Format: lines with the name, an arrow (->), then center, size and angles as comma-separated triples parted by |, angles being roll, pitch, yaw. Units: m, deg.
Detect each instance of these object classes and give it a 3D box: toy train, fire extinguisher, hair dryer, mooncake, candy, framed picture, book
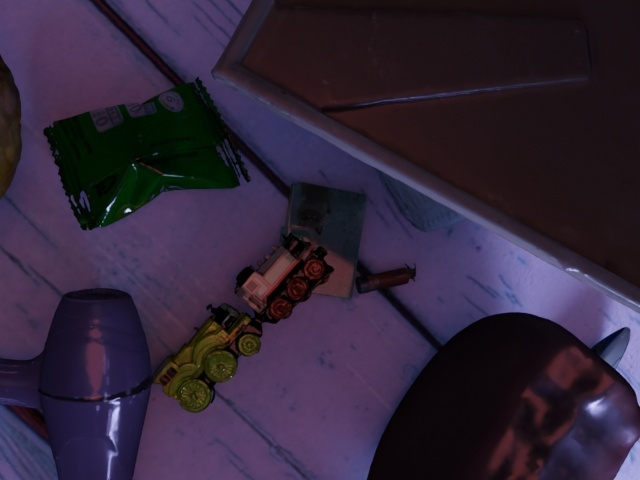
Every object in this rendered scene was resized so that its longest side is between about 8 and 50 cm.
toy train -> 0.330, 0.209, 0.999 | 0.048, 0.055, 0.252 | 36, 80, -1
fire extinguisher -> 0.086, 0.047, 0.956 | 0.083, 0.022, 0.028 | -12, 61, -14
hair dryer -> -0.367, 0.201, 0.817 | 0.361, 0.121, 0.301 | 3, 97, -5
mooncake -> 0.203, 0.238, 0.837 | 0.174, 0.334, 0.326 | 39, 40, -12
toy train -> -0.089, 0.092, 0.885 | 0.085, 0.053, 0.249 | 44, 85, -9
candy -> -0.198, -0.099, 0.862 | 0.203, 0.078, 0.141 | -22, 94, -19
framed picture -> 0.177, -0.168, 0.646 | 0.446, 0.028, 0.326 | 29, 81, -7
book -> 0.000, 0.000, 0.937 | 0.103, 0.017, 0.135 | 10, 87, -14

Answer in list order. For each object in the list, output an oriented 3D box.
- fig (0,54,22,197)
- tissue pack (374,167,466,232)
fig -> -0.403, -0.176, 0.765 | 0.286, 0.286, 0.368 | 34, 50, -11
tissue pack -> 0.262, -0.207, 0.849 | 0.405, 0.332, 0.205 | -36, 93, -12
